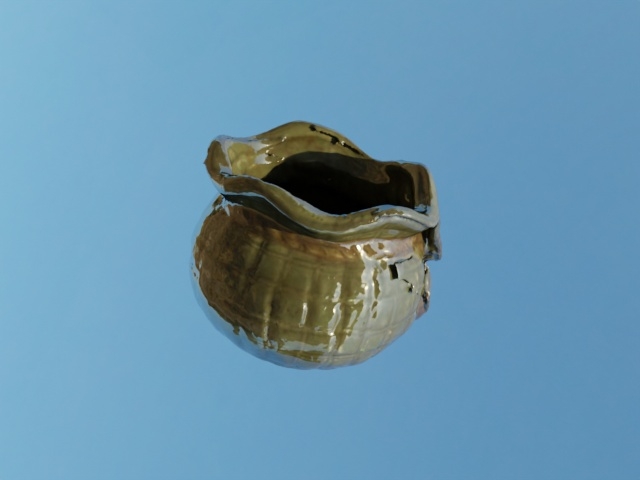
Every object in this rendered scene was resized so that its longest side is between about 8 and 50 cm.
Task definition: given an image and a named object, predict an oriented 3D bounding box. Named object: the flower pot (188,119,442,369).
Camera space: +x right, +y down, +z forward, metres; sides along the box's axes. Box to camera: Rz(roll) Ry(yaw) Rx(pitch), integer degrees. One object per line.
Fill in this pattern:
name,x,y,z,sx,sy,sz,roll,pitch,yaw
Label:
flower pot,0.000,0.000,1.067,0.302,0.302,0.213,33,-57,37
